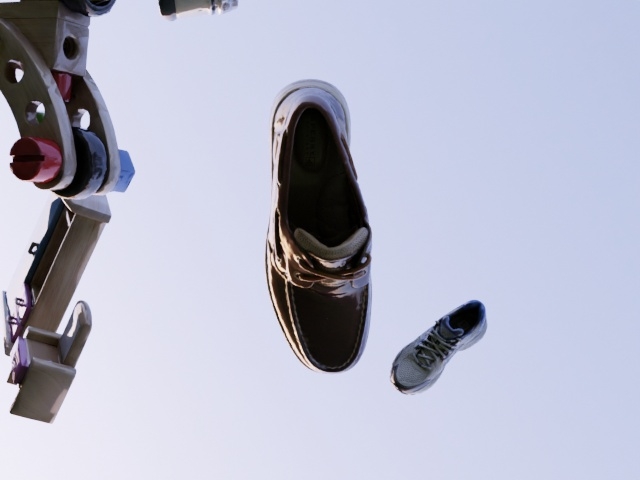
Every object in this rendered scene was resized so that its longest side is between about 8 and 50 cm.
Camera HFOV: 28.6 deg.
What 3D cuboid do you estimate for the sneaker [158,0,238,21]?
[{"bbox_3d":[-0.165,-0.328,1.328,0.094,0.091,0.258,91,-20,-45],"label":"sneaker"}]

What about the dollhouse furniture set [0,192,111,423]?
[{"bbox_3d":[-0.401,0.005,1.328,0.198,0.303,0.286,-64,-155,17],"label":"dollhouse furniture set"}]

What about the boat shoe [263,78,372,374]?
[{"bbox_3d":[0.000,0.000,1.377,0.123,0.123,0.342,-3,-73,-4],"label":"boat shoe"}]

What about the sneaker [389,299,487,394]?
[{"bbox_3d":[0.124,0.106,1.319,0.052,0.135,0.058,42,-24,17],"label":"sneaker"}]

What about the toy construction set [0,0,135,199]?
[{"bbox_3d":[-0.296,-0.169,1.012,0.257,0.309,0.237,16,-80,53],"label":"toy construction set"}]
